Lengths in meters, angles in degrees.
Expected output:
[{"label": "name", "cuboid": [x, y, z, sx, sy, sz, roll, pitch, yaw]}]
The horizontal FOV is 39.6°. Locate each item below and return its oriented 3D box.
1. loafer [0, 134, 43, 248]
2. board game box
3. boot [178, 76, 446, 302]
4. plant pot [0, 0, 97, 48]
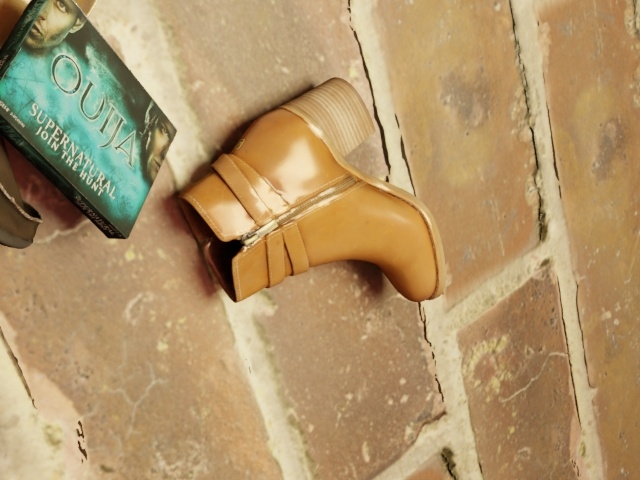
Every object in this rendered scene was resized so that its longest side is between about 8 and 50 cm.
[{"label": "loafer", "cuboid": [-0.277, -0.080, 0.688, 0.078, 0.080, 0.220, -42, 135, -13]}, {"label": "board game box", "cuboid": [-0.197, -0.103, 0.745, 0.186, 0.026, 0.126, 54, 46, -48]}, {"label": "boot", "cuboid": [0.000, 0.000, 0.917, 0.220, 0.109, 0.283, -41, 120, -24]}, {"label": "plant pot", "cuboid": [-0.281, -0.251, 0.697, 0.236, 0.032, 0.236, -9, 106, -36]}]
